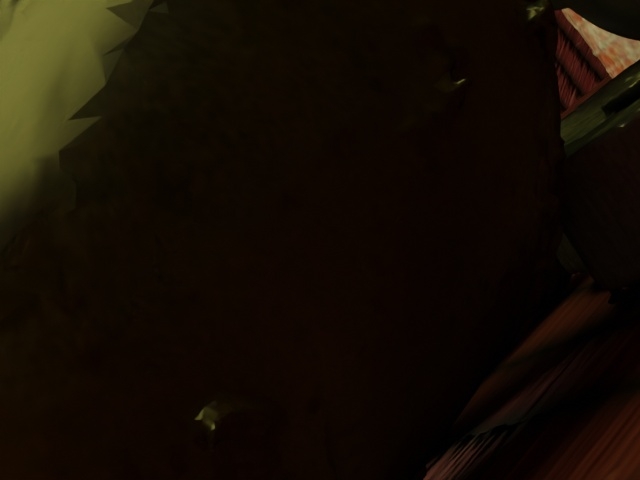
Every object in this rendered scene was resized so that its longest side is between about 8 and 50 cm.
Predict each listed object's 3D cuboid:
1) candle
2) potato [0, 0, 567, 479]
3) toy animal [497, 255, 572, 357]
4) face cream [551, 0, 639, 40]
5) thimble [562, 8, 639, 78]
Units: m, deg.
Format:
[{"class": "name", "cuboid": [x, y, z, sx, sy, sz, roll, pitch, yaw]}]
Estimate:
[{"class": "candle", "cuboid": [0.160, -0.051, 0.603, 0.168, 0.068, 0.192, -38, 3, 0]}, {"class": "potato", "cuboid": [-0.051, 0.003, 0.502, 0.269, 0.219, 0.359, -4, 52, 25]}, {"class": "toy animal", "cuboid": [0.052, 0.014, 0.683, 0.054, 0.149, 0.275, -52, 20, 45]}, {"class": "face cream", "cuboid": [0.171, -0.149, 0.649, 0.291, 0.144, 0.071, -16, 44, 31]}, {"class": "thimble", "cuboid": [0.412, -0.302, 1.735, 0.239, 0.162, 0.239, -39, 0, 0]}]
